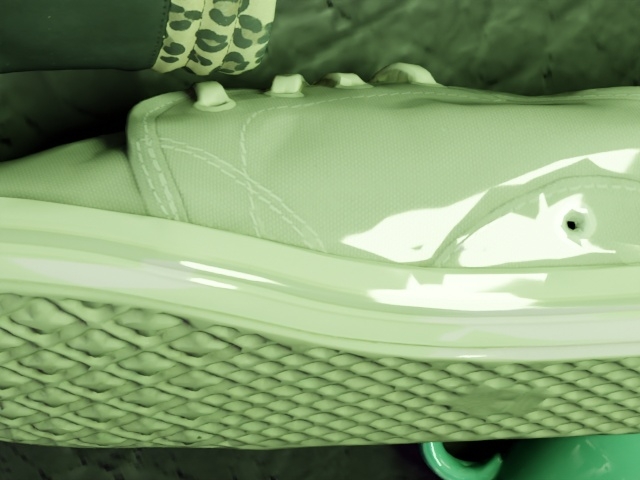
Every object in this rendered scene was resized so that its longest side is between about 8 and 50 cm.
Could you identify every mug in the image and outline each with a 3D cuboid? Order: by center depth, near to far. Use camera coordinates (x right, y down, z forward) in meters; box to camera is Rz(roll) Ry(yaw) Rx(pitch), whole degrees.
[{"bbox_3d":[0.132,0.116,0.590,0.158,0.129,0.097,36,96,-28],"label":"mug"}]

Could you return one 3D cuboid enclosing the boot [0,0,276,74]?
[{"bbox_3d":[-0.099,-0.143,0.392,0.178,0.085,0.236,-4,126,-15],"label":"boot"}]

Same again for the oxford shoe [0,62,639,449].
[{"bbox_3d":[0.000,0.000,0.502,0.449,0.130,0.169,0,158,-10],"label":"oxford shoe"}]
